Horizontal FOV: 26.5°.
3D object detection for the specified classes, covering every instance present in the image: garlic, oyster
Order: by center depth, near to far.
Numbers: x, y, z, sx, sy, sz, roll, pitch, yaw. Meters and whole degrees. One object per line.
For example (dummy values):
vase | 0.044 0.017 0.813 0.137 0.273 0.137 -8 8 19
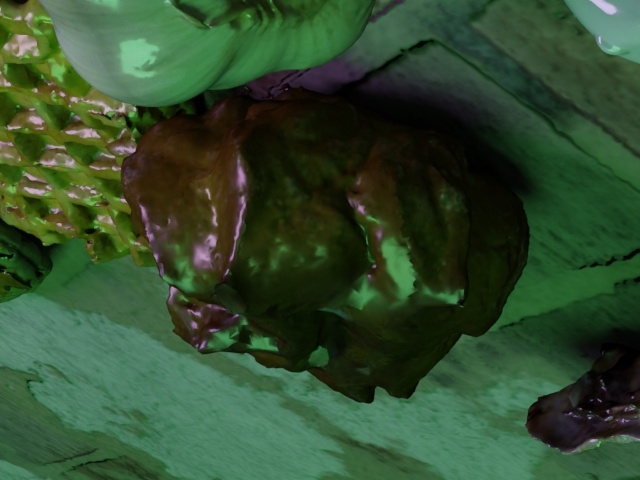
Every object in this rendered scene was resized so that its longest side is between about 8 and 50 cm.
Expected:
garlic | -0.077 -0.179 0.625 0.226 0.199 0.199 43 164 31
oyster | 0.334 0.111 0.885 0.204 0.110 0.396 22 157 -40

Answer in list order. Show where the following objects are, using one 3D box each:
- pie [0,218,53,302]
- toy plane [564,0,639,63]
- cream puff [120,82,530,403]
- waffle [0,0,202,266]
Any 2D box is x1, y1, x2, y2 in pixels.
pie | -0.371 -0.003 1.157 0.307 0.071 0.306 6 165 2
toy plane | 0.189 -0.108 0.606 0.174 0.080 0.174 18 170 3
cream puff | 0.000 0.000 0.860 0.269 0.154 0.241 14 149 -19
waffle | -0.188 -0.077 0.958 0.307 0.060 0.312 25 154 -5
